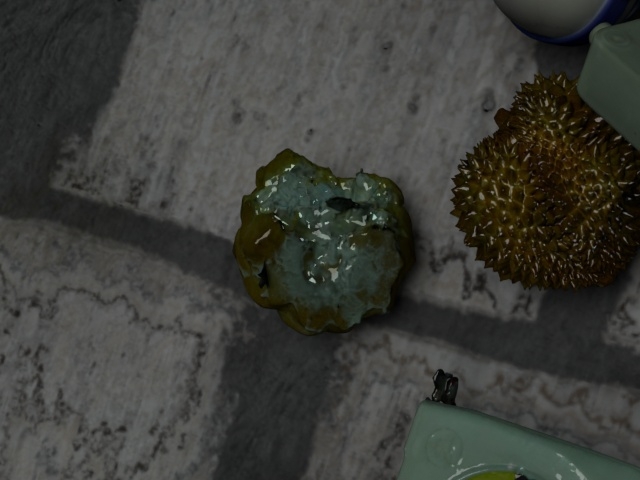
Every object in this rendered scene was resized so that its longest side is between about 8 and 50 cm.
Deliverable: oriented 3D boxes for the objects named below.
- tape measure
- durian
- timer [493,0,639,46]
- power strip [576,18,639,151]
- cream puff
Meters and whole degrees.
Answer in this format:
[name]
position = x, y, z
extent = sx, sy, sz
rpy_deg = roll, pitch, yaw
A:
[tape measure]
position = 0.207, 0.246, 1.227
extent = 0.351, 0.098, 0.215
rpy_deg = 16, 83, 30
[durian]
position = 0.178, -0.037, 1.292
extent = 0.158, 0.137, 0.168
rpy_deg = -37, 80, 10
[timer]
position = 0.227, -0.341, 1.299
extent = 0.270, 0.270, 0.383
rpy_deg = 21, 103, 28
[power strip]
position = 0.320, -0.039, 1.182
extent = 0.385, 0.091, 0.062
rpy_deg = 48, 140, 32
[cream puff]
position = 0.000, -0.001, 1.381
extent = 0.156, 0.156, 0.121
rpy_deg = 30, 134, 28
